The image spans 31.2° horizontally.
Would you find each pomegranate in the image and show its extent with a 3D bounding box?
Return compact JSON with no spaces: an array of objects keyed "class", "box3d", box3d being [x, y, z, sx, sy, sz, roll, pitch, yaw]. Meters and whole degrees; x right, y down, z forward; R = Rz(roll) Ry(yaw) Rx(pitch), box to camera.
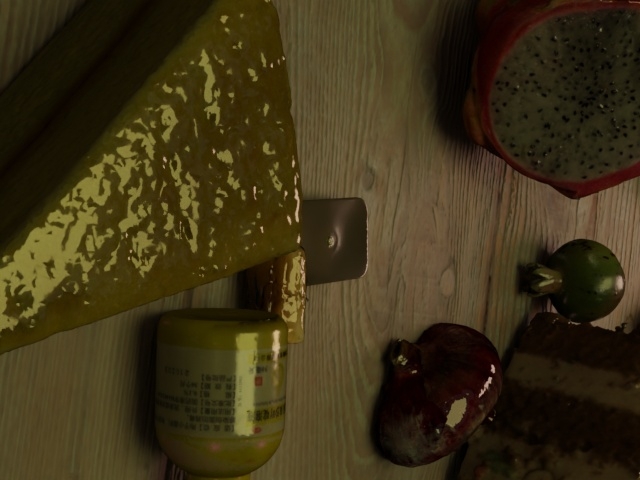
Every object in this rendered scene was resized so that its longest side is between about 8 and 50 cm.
[{"class":"pomegranate","box3d":[0.336,0.056,1.534,0.142,0.114,0.114,0,93,-22]}]

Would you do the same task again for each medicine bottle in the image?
[{"class":"medicine bottle","box3d":[-0.093,0.174,1.062,0.122,0.122,0.212,-1,94,-47]}]

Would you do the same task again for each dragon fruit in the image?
[{"class":"dragon fruit","box3d":[0.316,-0.209,1.389,0.290,0.291,0.189,59,18,-31]}]

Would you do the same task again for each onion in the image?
[{"class":"onion","box3d":[0.149,0.175,1.339,0.206,0.098,0.151,-53,129,-30]}]

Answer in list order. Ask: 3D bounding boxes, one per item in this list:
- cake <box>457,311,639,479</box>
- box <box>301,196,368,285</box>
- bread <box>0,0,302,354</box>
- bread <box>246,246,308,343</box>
[{"class":"cake","box3d":[0.360,0.285,1.465,0.290,0.256,0.282,-56,131,-23]},{"class":"box","box3d":[0.000,0.000,1.217,0.126,0.031,0.091,-8,98,-47]},{"class":"bread","box3d":[-0.217,-0.052,0.835,0.362,0.233,0.244,-22,108,-43]},{"class":"bread","box3d":[-0.046,0.050,1.141,0.053,0.072,0.106,-7,99,-46]}]
